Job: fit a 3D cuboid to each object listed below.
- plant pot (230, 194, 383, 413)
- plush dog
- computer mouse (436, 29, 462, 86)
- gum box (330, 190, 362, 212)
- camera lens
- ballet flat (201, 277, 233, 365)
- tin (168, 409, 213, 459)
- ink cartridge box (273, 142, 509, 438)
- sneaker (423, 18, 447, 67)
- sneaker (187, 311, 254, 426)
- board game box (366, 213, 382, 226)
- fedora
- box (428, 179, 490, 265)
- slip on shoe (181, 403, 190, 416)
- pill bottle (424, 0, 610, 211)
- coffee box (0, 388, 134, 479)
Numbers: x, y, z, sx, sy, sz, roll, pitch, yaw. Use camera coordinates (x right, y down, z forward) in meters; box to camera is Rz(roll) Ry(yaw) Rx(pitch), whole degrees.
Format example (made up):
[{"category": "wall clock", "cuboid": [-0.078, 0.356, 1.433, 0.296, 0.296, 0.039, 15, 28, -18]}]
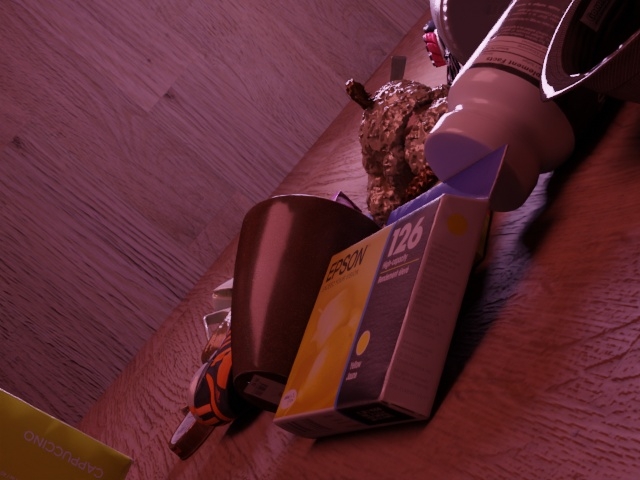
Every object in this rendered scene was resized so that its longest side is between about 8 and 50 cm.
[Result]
[{"category": "plant pot", "cuboid": [-0.030, 0.098, 1.489, 0.215, 0.215, 0.230, -38, 28, 51]}, {"category": "plush dog", "cuboid": [0.161, -0.153, 1.678, 0.262, 0.210, 0.225, -53, 36, -12]}, {"category": "computer mouse", "cuboid": [0.305, -0.403, 2.139, 0.262, 0.060, 0.184, -46, 48, 53]}, {"category": "gum box", "cuboid": [0.000, 0.000, 2.106, 0.107, 0.062, 0.188, -42, 10, 31]}, {"category": "camera lens", "cuboid": [0.279, -0.359, 1.756, 0.219, 0.219, 0.274, -47, 9, 13]}, {"category": "ballet flat", "cuboid": [-0.137, 0.128, 2.013, 0.124, 0.116, 0.342, -3, 27, 10]}, {"category": "tin", "cuboid": [-0.185, 0.280, 1.942, 0.190, 0.040, 0.106, -54, 14, -27]}, {"category": "ink cartridge box", "cuboid": [0.070, 0.057, 1.275, 0.303, 0.072, 0.307, -33, 37, 65]}, {"category": "sneaker", "cuboid": [0.312, -0.442, 2.375, 0.112, 0.121, 0.299, -8, 31, 30]}, {"category": "sneaker", "cuboid": [-0.074, 0.142, 1.773, 0.180, 0.124, 0.321, -24, 37, 61]}, {"category": "board game box", "cuboid": [0.071, -0.011, 1.962, 0.090, 0.020, 0.090, -53, 8, -25]}, {"category": "fedora", "cuboid": [0.336, -0.207, 1.138, 0.244, 0.124, 0.275, -45, 15, 33]}, {"category": "box", "cuboid": [0.164, -0.025, 1.436, 0.087, 0.058, 0.232, -45, 9, 27]}, {"category": "slip on shoe", "cuboid": [-0.197, 0.263, 2.043, 0.135, 0.041, 0.051, -55, 10, -33]}, {"category": "pill bottle", "cuboid": [0.246, -0.177, 1.344, 0.278, 0.162, 0.162, -54, 10, -22]}, {"category": "coffee box", "cuboid": [-0.557, 0.454, 1.856, 0.334, 0.337, 0.338, -37, 26, 51]}]
